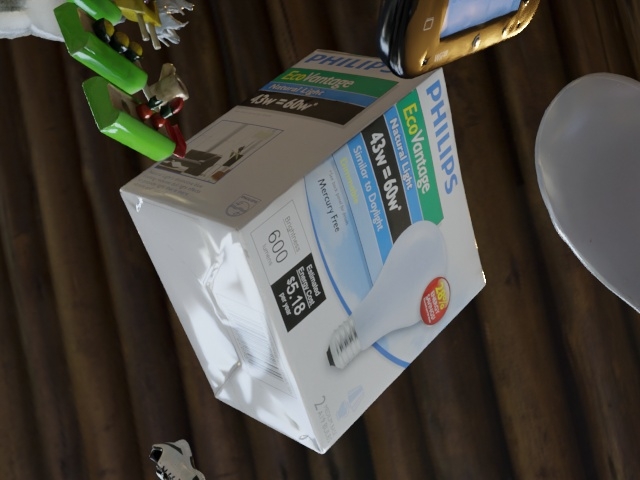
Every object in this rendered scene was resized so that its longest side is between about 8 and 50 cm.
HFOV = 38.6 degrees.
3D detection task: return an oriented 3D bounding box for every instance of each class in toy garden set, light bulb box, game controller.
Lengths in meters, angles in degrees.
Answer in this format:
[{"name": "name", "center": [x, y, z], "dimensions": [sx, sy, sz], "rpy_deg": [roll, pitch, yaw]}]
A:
[{"name": "toy garden set", "center": [-0.167, -0.187, 0.806], "dimensions": [0.049, 0.204, 0.244], "rpy_deg": [-26, -103, 9]}, {"name": "light bulb box", "center": [0.000, 0.000, 1.169], "dimensions": [0.225, 0.361, 0.358], "rpy_deg": [18, -42, 41]}, {"name": "game controller", "center": [0.149, -0.252, 0.842], "dimensions": [0.067, 0.319, 0.167], "rpy_deg": [19, -60, 29]}]

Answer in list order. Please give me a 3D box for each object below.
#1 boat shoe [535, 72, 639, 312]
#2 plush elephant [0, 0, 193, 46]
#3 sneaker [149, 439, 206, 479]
[{"name": "boat shoe", "center": [0.207, 0.015, 0.495], "dimensions": [0.095, 0.084, 0.258], "rpy_deg": [-41, -127, 25]}, {"name": "plush elephant", "center": [-0.310, -0.364, 1.021], "dimensions": [0.272, 0.330, 0.255], "rpy_deg": [-44, -122, 25]}, {"name": "sneaker", "center": [-0.155, 0.258, 0.994], "dimensions": [0.109, 0.043, 0.040], "rpy_deg": [43, -61, 54]}]
